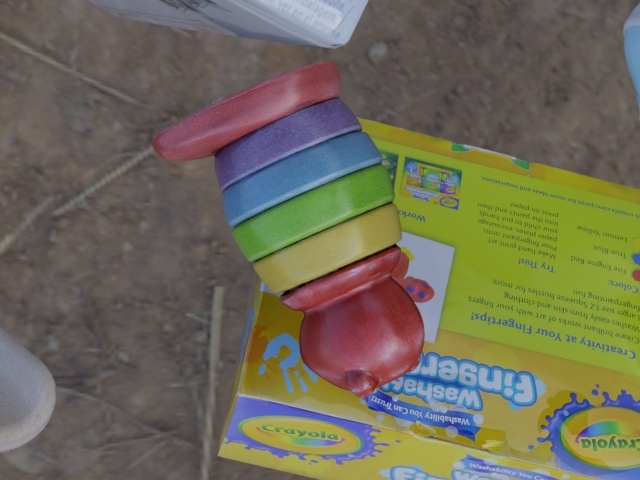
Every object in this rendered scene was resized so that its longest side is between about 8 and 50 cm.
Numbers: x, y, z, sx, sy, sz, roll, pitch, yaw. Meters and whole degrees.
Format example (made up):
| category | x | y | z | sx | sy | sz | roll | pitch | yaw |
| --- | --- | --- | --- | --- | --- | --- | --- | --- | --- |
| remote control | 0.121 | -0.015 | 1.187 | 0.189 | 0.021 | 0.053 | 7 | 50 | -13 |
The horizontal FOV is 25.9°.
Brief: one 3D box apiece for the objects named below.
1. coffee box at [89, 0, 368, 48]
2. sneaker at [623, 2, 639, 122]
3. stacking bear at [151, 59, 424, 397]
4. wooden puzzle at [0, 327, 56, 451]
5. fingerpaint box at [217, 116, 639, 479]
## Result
| category | x | y | z | sx | sy | sz | roll | pitch | yaw |
| --- | --- | --- | --- | --- | --- | --- | --- | --- | --- |
| coffee box | -0.122 | -0.320 | 0.662 | 0.338 | 0.338 | 0.334 | 24 | 89 | 62 |
| sneaker | 0.306 | -0.008 | 1.049 | 0.150 | 0.366 | 0.135 | -41 | 22 | -17 |
| stacking bear | 0.000 | 0.000 | 1.257 | 0.164 | 0.175 | 0.289 | -24 | 89 | 31 |
| wooden puzzle | -0.245 | 0.025 | 0.476 | 0.221 | 0.239 | 0.044 | 31 | 109 | 33 |
| fingerpaint box | 0.145 | 0.090 | 1.496 | 0.445 | 0.163 | 0.371 | 13 | 56 | -5 |
